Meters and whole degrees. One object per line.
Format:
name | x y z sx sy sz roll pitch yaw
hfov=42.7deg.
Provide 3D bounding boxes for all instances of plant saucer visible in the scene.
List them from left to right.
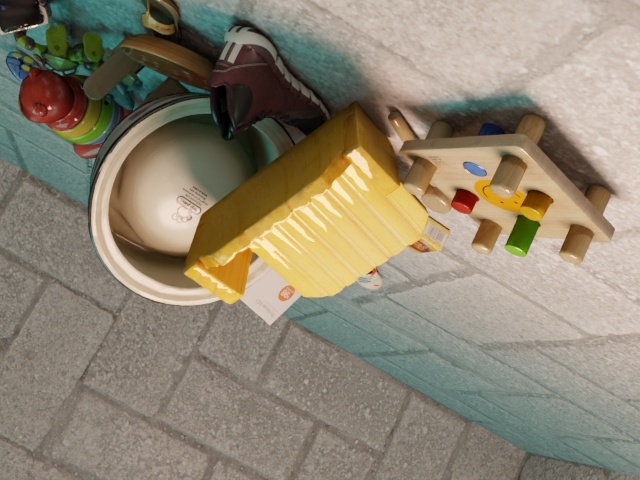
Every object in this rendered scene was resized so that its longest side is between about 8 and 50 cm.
plant saucer | -0.265 -0.325 1.486 0.199 0.037 0.200 21 178 1

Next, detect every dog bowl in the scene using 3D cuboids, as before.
dog bowl | -0.241 -0.090 1.527 0.408 0.408 0.150 39 -178 -37

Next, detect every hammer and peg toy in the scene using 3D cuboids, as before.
hammer and peg toy | 0.244 -0.082 1.287 0.266 0.127 0.361 37 163 -32

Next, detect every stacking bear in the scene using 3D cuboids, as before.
stacking bear | -0.548 -0.293 1.791 0.164 0.176 0.289 -7 175 16

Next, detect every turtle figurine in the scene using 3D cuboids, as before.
turtle figurine | -0.534 -0.385 1.653 0.269 0.087 0.217 21 175 -28

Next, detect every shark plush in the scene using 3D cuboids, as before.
shark plush | -0.446 -0.319 1.759 0.073 0.067 0.161 19 -170 12

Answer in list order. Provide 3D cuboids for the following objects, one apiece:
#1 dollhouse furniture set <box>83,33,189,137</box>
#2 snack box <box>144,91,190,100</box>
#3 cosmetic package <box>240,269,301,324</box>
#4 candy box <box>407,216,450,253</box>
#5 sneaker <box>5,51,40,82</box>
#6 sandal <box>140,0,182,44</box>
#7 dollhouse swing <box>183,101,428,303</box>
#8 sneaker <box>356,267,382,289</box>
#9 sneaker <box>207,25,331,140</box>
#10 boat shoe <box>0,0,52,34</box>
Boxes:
dollhouse furniture set | -0.383 -0.224 1.731 0.303 0.174 0.355 46 161 -12
snack box | -0.322 -0.302 1.773 0.064 0.022 0.178 37 163 -28
cosmetic package | -0.121 -0.012 1.819 0.097 0.284 0.377 47 179 43
candy box | 0.167 -0.043 1.716 0.186 0.053 0.109 31 165 -18
sneaker | -0.727 -0.405 2.065 0.078 0.067 0.188 11 162 31
sandal | -0.278 -0.373 1.395 0.072 0.049 0.180 26 165 6
dollhouse swing | 0.011 0.003 1.390 0.305 0.346 0.315 50 -163 -20
sneaker | 0.130 0.092 2.232 0.075 0.057 0.161 19 161 50
sneaker | -0.100 -0.216 1.383 0.106 0.163 0.281 14 160 43
boat shoe | -0.569 -0.476 1.494 0.340 0.127 0.158 35 141 60
